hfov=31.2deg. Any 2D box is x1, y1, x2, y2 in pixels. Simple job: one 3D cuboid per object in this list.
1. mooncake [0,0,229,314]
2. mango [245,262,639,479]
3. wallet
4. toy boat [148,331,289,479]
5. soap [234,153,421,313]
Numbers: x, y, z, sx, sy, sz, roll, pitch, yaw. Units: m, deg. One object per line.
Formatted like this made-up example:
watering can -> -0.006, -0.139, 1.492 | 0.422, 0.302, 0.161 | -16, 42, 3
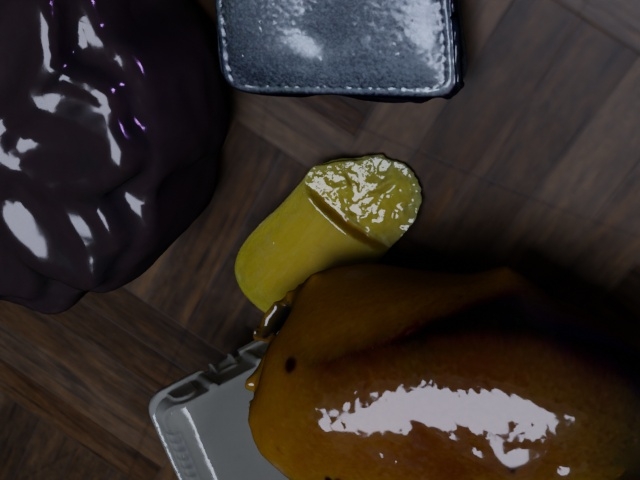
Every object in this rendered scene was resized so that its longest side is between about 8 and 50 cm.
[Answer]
mooncake -> -0.209, -0.089, 0.797 | 0.283, 0.141, 0.283 | 11, 120, 19
mango -> 0.087, 0.108, 0.764 | 0.287, 0.152, 0.201 | 3, 110, 15
wallet -> 0.003, -0.189, 0.702 | 0.167, 0.036, 0.222 | 4, 119, 24
toy boat -> -0.036, 0.208, 0.903 | 0.141, 0.141, 0.269 | -4, 117, 27
soap -> 0.000, 0.000, 0.817 | 0.089, 0.033, 0.168 | 33, 127, -5
